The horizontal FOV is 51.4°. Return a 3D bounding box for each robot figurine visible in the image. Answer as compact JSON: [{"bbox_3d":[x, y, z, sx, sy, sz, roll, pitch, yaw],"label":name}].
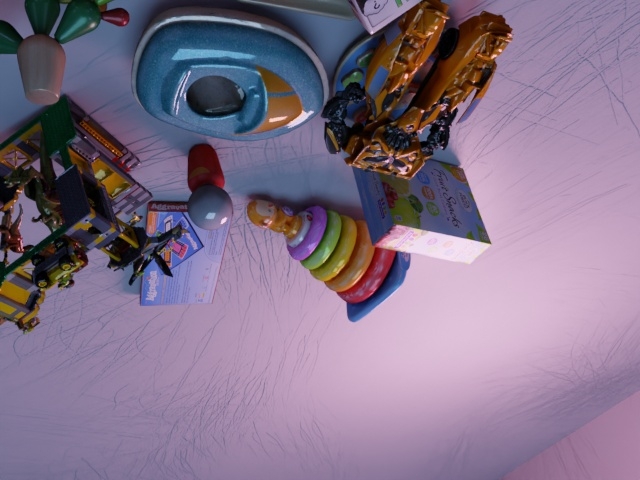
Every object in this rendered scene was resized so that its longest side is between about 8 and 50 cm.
[{"bbox_3d":[0.127,-0.199,0.937,0.211,0.085,0.291,10,133,-23],"label":"robot figurine"}]

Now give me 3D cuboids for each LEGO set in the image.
[{"bbox_3d":[-0.343,-0.020,0.925,0.255,0.331,0.192,-41,141,2],"label":"LEGO set"}]

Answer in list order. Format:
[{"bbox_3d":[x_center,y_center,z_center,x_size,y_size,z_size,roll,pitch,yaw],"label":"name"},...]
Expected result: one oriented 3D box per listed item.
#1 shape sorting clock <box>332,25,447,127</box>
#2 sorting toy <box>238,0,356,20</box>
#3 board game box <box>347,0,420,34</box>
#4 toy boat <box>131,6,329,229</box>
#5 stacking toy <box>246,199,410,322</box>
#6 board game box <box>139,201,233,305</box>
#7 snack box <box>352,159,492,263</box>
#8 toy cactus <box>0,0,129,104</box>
[{"bbox_3d":[0.120,-0.235,0.992,0.206,0.040,0.206,-9,143,-7],"label":"shape sorting clock"},{"bbox_3d":[-0.004,-0.355,0.791,0.348,0.047,0.196,3,140,-20],"label":"sorting toy"},{"bbox_3d":[0.141,-0.389,0.732,0.305,0.053,0.193,-33,146,8],"label":"board game box"},{"bbox_3d":[-0.130,-0.160,0.920,0.268,0.148,0.318,3,140,-22],"label":"toy boat"},{"bbox_3d":[0.000,0.000,1.196,0.302,0.175,0.166,28,127,-25],"label":"stacking toy"},{"bbox_3d":[-0.254,0.032,1.230,0.145,0.027,0.281,-1,141,-20],"label":"board game box"},{"bbox_3d":[0.170,-0.060,1.124,0.207,0.174,0.070,10,140,-30],"label":"snack box"},{"bbox_3d":[-0.314,-0.236,0.750,0.219,0.180,0.112,-7,163,-2],"label":"toy cactus"}]
